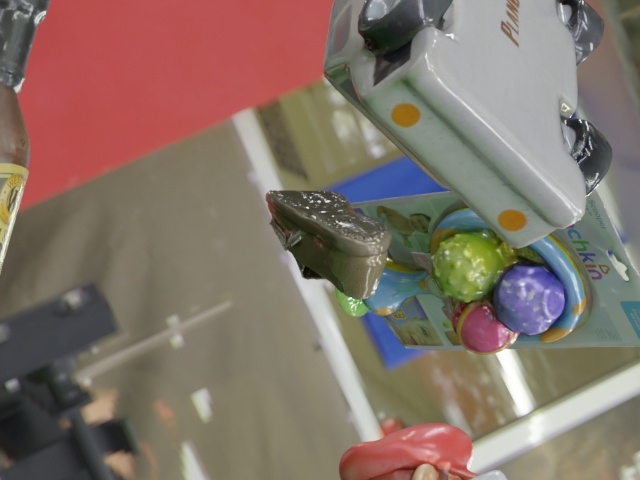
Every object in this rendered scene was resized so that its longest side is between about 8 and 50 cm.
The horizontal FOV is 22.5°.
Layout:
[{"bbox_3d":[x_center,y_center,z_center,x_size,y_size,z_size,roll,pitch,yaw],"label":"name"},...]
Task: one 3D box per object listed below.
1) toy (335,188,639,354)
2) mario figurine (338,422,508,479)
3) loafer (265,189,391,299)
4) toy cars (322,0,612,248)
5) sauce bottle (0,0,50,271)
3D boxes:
[{"bbox_3d":[0.100,0.034,1.064,0.237,0.056,0.137,-2,-51,48],"label":"toy"},{"bbox_3d":[0.087,0.306,1.403,0.170,0.198,0.320,59,40,-41],"label":"mario figurine"},{"bbox_3d":[0.000,0.000,1.056,0.148,0.056,0.050,-142,-125,-66],"label":"loafer"},{"bbox_3d":[0.003,-0.155,0.634,0.176,0.087,0.393,8,53,-54],"label":"toy cars"},{"bbox_3d":[-0.265,-0.023,1.109,0.111,0.111,0.344,-176,-79,-77],"label":"sauce bottle"}]
